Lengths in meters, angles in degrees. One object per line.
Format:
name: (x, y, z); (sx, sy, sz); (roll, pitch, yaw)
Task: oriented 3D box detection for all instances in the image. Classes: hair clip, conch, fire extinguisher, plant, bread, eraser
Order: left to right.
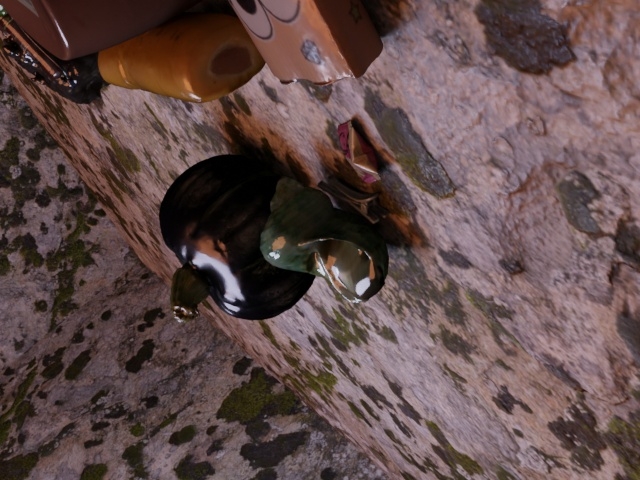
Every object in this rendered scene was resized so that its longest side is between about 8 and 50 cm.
fire extinguisher: (-0.456, -0.313, 1.249); (0.158, 0.043, 0.064); (47, 167, -14)
plant: (-0.462, -0.368, 1.365); (0.234, 0.204, 0.178); (43, 159, -2)
bread: (-0.194, -0.254, 1.023); (0.305, 0.142, 0.091); (21, 146, 50)
eraser: (-0.061, -0.287, 0.719); (0.171, 0.087, 0.290); (18, 146, 56)
conch: (0.004, -0.001, 1.079); (0.188, 0.122, 0.176); (29, 167, -11)
hair clip: (0.043, -0.065, 1.039); (0.115, 0.030, 0.039); (31, 136, 39)

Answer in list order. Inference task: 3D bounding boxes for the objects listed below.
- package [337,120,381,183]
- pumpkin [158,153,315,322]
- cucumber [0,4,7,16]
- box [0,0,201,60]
package: (0.046, -0.107, 0.938); (0.083, 0.029, 0.059); (62, 168, -7)
pumpkin: (-0.158, 0.015, 1.282); (0.296, 0.296, 0.296); (43, 162, 18)
cucumber: (-0.461, -0.418, 1.126); (0.134, 0.244, 0.134); (33, -166, -10)
box: (-0.286, -0.364, 0.896); (0.301, 0.216, 0.301); (41, 161, 17)
